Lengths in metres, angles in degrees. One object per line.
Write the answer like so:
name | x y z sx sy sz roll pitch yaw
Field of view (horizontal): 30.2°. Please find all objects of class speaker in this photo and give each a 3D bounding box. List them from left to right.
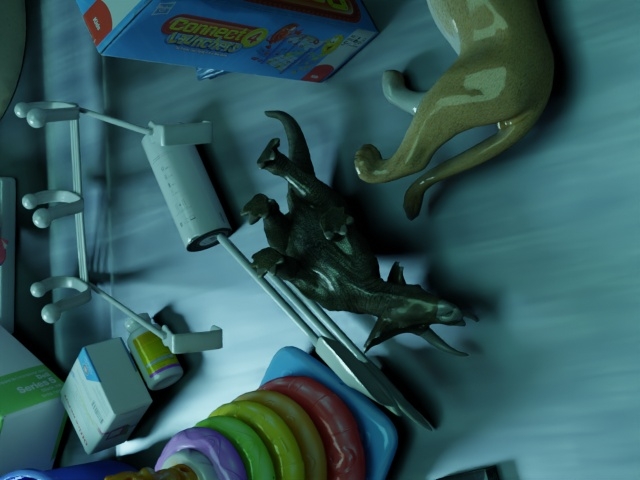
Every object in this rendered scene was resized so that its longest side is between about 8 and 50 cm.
speaker | -0.146 -0.059 1.287 0.055 0.055 0.136 -36 71 34

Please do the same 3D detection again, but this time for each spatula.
spatula | 0.003 0.081 1.116 0.019 0.168 0.242 -47 62 7

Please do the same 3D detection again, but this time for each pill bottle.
pill bottle | -0.191 0.124 1.340 0.043 0.043 0.083 -42 68 32

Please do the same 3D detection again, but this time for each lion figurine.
lion figurine | 0.133 -0.218 1.029 0.240 0.142 0.392 -7 103 31

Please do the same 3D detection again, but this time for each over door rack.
over door rack | -0.240 -0.025 1.281 0.324 0.108 0.239 14 111 48

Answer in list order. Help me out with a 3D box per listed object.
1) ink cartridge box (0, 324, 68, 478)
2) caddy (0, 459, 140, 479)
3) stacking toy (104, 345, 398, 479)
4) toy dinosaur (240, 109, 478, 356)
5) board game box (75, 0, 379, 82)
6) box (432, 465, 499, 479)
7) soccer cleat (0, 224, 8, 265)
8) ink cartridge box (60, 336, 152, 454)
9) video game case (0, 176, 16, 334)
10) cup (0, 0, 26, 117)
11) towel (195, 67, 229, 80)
ink cartridge box | -0.455 0.201 1.489 0.273 0.115 0.198 36 120 28
caddy | -0.259 0.396 1.325 0.341 0.179 0.241 32 112 32
stacking toy | -0.086 0.218 1.099 0.175 0.302 0.165 35 113 31
toy dinosaur | 0.000 0.000 1.127 0.121 0.160 0.313 -42 49 1
board game box | -0.125 -0.302 1.097 0.086 0.308 0.301 -38 70 32
box | 0.142 0.257 1.102 0.067 0.018 0.083 -22 79 37
soccer cleat | -0.481 -0.024 1.493 0.248 0.083 0.095 41 95 30
ink cartridge box | -0.248 0.180 1.362 0.088 0.052 0.122 61 143 19
video game case | -0.508 0.010 1.596 0.285 0.025 0.204 6 96 38
cup | -0.570 -0.277 1.494 0.331 0.237 0.331 2 94 39
towel | -0.115 -0.236 1.269 0.067 0.029 0.119 -12 85 37
